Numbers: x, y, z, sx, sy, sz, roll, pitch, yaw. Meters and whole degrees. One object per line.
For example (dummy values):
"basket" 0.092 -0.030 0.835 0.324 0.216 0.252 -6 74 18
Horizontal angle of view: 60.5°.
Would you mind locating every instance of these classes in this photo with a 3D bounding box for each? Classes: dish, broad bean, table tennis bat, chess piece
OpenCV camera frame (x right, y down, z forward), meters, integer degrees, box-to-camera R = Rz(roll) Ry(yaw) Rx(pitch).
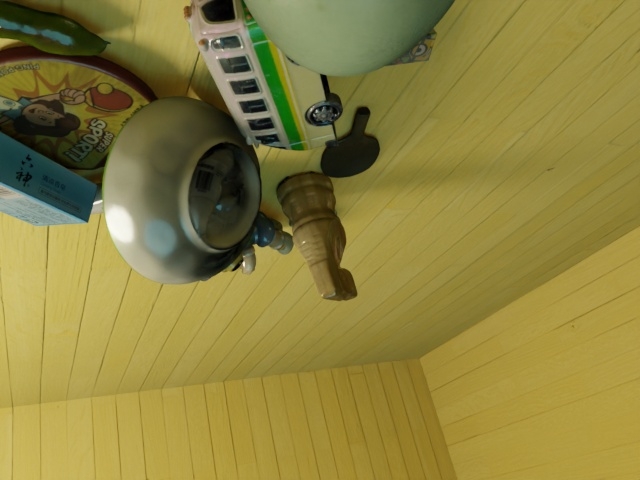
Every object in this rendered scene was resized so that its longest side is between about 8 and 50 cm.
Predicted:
"dish" -0.189 -0.076 0.918 0.124 0.324 0.324 9 168 32
"broad bean" -0.411 -0.283 0.721 0.254 0.046 0.065 1 141 -24
"table tennis bat" -0.365 -0.192 0.931 0.268 0.051 0.414 -30 148 34
"chess piece" 0.000 0.000 1.214 0.137 0.301 0.137 -13 152 -7
"table tennis bat" 0.071 -0.201 1.171 0.131 0.022 0.234 -7 156 -12

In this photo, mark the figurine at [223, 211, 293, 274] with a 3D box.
"figurine" -0.208 -0.041 1.229 0.205 0.224 0.382 -52 165 21

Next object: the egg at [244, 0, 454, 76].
"egg" 0.035 -0.353 0.517 0.276 0.276 0.389 -4 123 -21

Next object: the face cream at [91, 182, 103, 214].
"face cream" -0.370 -0.095 1.061 0.243 0.058 0.092 -11 177 11

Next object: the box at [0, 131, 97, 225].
"box" -0.525 -0.101 0.940 0.142 0.083 0.232 -3 161 24

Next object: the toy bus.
"toy bus" -0.072 -0.261 0.834 0.179 0.143 0.305 -14 155 4

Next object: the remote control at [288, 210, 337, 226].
"remote control" -0.019 -0.057 1.409 0.124 0.018 0.053 -6 154 -16

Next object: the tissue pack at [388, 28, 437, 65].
"tissue pack" 0.147 -0.331 0.929 0.083 0.035 0.063 -8 154 -9
